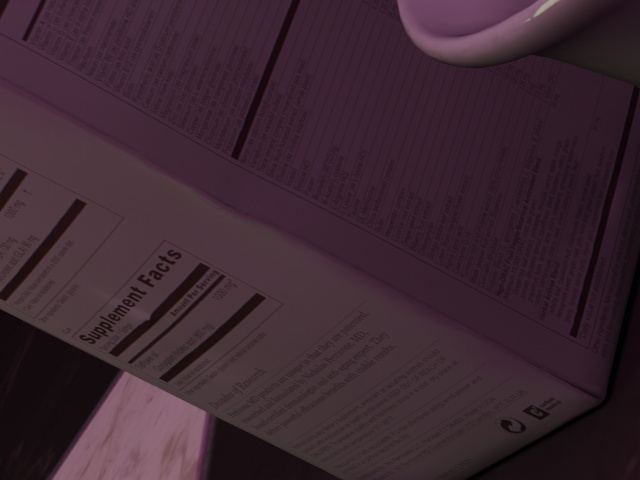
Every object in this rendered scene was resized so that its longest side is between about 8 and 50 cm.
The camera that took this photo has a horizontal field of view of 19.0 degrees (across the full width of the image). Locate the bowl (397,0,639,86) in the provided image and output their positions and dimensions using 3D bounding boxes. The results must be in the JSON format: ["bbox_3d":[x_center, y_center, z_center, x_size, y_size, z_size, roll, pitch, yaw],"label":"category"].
[{"bbox_3d":[0.148,-0.144,0.446,0.298,0.134,0.298,-55,16,24],"label":"bowl"}]

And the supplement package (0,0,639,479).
[{"bbox_3d":[-0.026,-0.035,0.638,0.134,0.244,0.139,-42,24,55],"label":"supplement package"}]
